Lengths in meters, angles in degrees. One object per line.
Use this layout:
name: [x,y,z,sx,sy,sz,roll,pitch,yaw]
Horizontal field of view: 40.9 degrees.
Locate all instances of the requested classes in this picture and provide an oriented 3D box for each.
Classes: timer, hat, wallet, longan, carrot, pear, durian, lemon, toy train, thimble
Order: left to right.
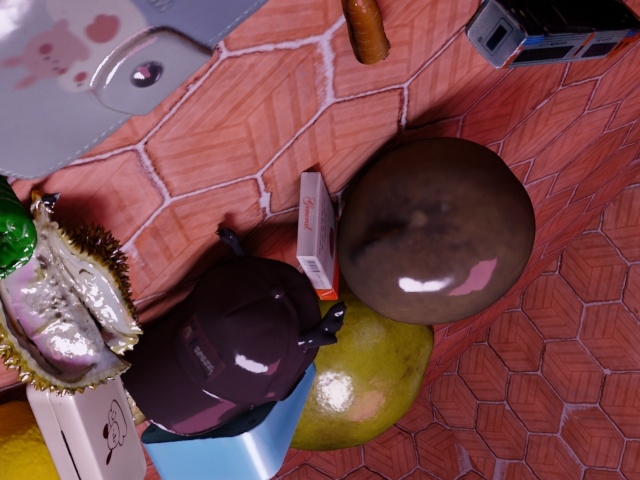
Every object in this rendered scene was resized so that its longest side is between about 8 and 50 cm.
thimble: [-0.342,-0.014,0.817,0.118,0.090,0.130,-30,159,-15]
lemon: [-0.456,0.326,1.252,0.193,0.180,0.180,-6,144,-45]
durian: [-0.312,0.053,0.973,0.193,0.138,0.237,-20,113,-41]
wallet: [-0.187,-0.187,0.708,0.360,0.083,0.252,-39,154,10]
hat: [-0.124,0.122,1.249,0.336,0.238,0.209,-29,159,-32]
timer: [-0.135,0.278,1.385,0.232,0.091,0.250,-12,-158,29]
pear: [0.026,0.241,1.667,0.413,0.352,0.352,-29,161,7]
carrot: [0.051,-0.255,0.992,0.048,0.048,0.139,-36,159,-2]
longan: [0.183,-0.012,1.387,0.319,0.319,0.319,-32,160,-13]
toy train: [0.374,-0.322,1.319,0.409,0.086,0.089,-16,152,-46]

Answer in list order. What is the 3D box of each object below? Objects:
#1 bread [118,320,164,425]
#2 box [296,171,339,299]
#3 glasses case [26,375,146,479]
bread: [-0.228,0.188,1.403,0.268,0.130,0.152,-27,-165,-25]
box: [0.000,0.000,1.361,0.035,0.139,0.245,-1,160,9]
glasses case: [-0.332,0.279,1.250,0.131,0.070,0.312,-74,162,-52]
